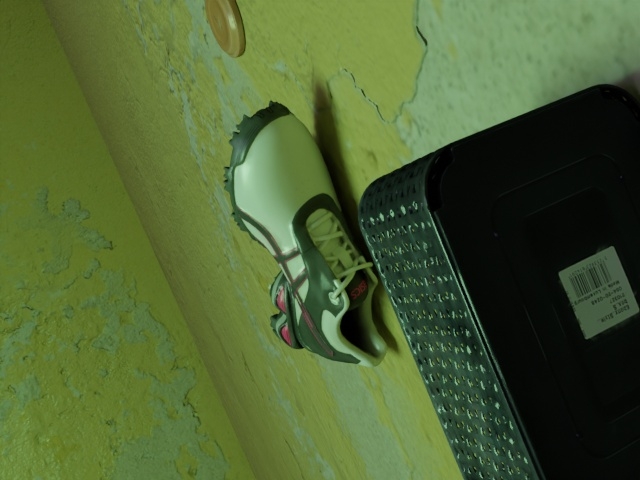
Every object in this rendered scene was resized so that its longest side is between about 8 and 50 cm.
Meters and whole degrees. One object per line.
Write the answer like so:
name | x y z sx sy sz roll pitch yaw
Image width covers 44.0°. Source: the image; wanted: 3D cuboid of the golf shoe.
golf shoe | 0.000 0.000 0.729 0.120 0.105 0.273 24 141 42

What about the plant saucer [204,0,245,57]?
plant saucer | -0.104 -0.234 0.837 0.083 0.013 0.083 54 157 36

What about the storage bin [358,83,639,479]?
storage bin | 0.111 0.031 0.383 0.180 0.122 0.084 68 162 -2
